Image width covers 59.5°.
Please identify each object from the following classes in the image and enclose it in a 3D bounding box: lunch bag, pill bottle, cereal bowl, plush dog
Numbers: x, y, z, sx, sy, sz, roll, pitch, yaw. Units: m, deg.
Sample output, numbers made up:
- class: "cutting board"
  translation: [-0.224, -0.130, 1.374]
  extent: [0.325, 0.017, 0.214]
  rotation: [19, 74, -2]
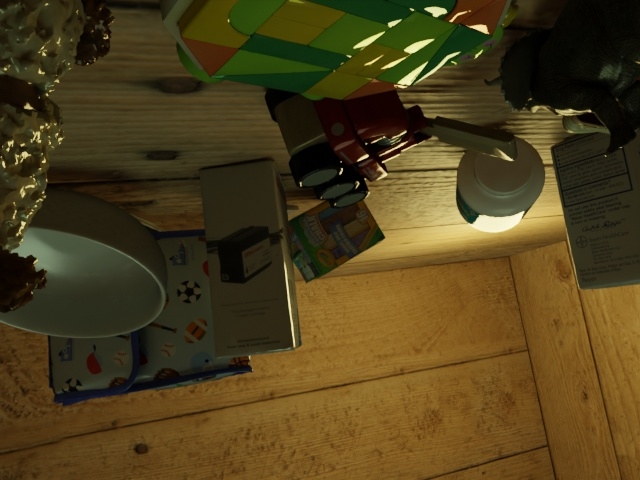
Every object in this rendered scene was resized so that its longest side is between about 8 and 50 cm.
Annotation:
- class: "lunch bag"
  translation: [-0.360, 0.153, 1.171]
  extent: [0.386, 0.327, 0.239]
  rotation: [-3, 165, -21]
- class: "pill bottle"
  translation: [0.320, -0.103, 1.014]
  extent: [0.146, 0.146, 0.264]
  rotation: [-11, 170, 11]
- class: "cereal bowl"
  translation: [-0.422, 0.027, 0.933]
  extent: [0.339, 0.141, 0.339]
  rotation: [-1, 142, -1]
- class: "plush dog"
  translation: [-0.232, -0.096, 0.339]
  extent: [0.211, 0.225, 0.262]
  rotation: [23, -169, 22]

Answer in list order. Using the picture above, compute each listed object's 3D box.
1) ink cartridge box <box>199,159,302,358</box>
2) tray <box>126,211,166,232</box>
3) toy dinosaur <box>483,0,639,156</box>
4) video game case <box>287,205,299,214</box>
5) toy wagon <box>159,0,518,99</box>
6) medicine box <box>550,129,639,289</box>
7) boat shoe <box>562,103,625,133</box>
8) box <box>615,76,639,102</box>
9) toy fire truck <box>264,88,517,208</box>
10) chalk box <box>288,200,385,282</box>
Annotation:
- class: "ink cartridge box"
  translation: [-0.116, 0.042, 0.981]
  extent: [0.129, 0.307, 0.223]
  rotation: [-7, 171, 1]
- class: "tray"
  translation: [-0.415, -0.028, 1.131]
  extent: [0.145, 0.030, 0.270]
  rotation: [-10, 170, 5]
- class: "toy dinosaur"
  translation: [0.276, -0.186, 0.515]
  extent: [0.121, 0.160, 0.313]
  rotation: [-34, 171, -32]
- class: "video game case"
  translation: [-0.119, -0.058, 1.280]
  extent: [0.087, 0.011, 0.122]
  rotation: [-1, 168, -39]
- class: "toy wagon"
  translation: [0.052, -0.193, 0.466]
  extent: [0.344, 0.068, 0.267]
  rotation: [-1, 168, -38]
- class: "medicine box"
  translation: [0.604, -0.062, 1.079]
  extent: [0.264, 0.289, 0.149]
  rotation: [-2, 170, -37]
- class: "boat shoe"
  translation: [0.457, -0.195, 0.881]
  extent: [0.135, 0.050, 0.045]
  rotation: [-9, 176, 2]
- class: "box"
  translation: [0.414, -0.234, 0.588]
  extent: [0.201, 0.057, 0.293]
  rotation: [-4, 169, -31]
- class: "toy fire truck"
  translation: [0.092, -0.133, 0.682]
  extent: [0.246, 0.158, 0.217]
  rotation: [-23, 167, 13]
- class: "chalk box"
  translation: [0.000, 0.000, 1.176]
  extent: [0.213, 0.132, 0.132]
  rotation: [-28, 178, -19]
